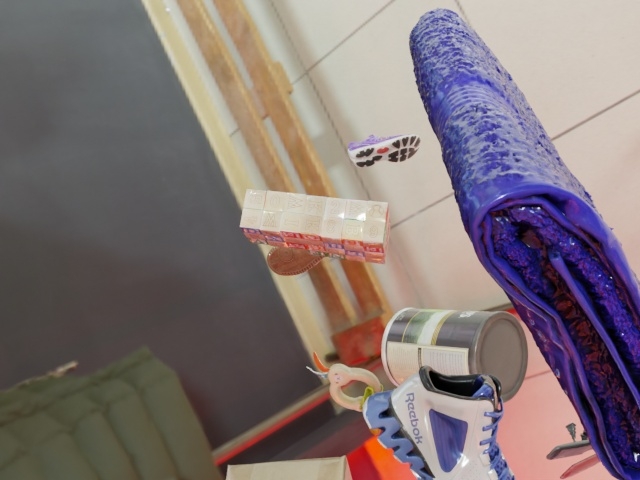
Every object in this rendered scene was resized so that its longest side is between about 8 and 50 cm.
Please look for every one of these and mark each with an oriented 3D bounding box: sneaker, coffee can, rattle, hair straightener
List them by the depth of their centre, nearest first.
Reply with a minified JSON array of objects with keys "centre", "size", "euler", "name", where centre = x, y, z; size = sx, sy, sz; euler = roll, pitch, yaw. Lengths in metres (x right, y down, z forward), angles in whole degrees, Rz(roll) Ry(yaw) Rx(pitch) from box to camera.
[{"centre":[0.228,0.306,1.178],"size":[0.315,0.127,0.182],"euler":[45,112,8],"name":"sneaker"},{"centre":[0.488,0.355,1.417],"size":[0.089,0.230,0.047],"euler":[56,141,32],"name":"hair straightener"},{"centre":[0.142,-0.216,1.762],"size":[0.071,0.170,0.068],"euler":[-113,19,-44],"name":"sneaker"},{"centre":[0.308,0.260,1.825],"size":[0.275,0.201,0.201],"euler":[-3,102,47],"name":"coffee can"},{"centre":[0.051,0.368,1.882],"size":[0.200,0.142,0.130],"euler":[38,136,-21],"name":"rattle"},{"centre":[0.000,0.000,2.054],"size":[0.282,0.153,0.099],"euler":[-27,94,29],"name":"sneaker"}]

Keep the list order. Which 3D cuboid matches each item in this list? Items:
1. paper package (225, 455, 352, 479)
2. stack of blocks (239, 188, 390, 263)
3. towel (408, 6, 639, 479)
[{"centre":[-0.029,0.493,1.003],"size":[0.168,0.325,0.309],"euler":[-7,124,8],"name":"paper package"},{"centre":[-0.005,-0.028,1.672],"size":[0.297,0.171,0.087],"euler":[7,75,8],"name":"stack of blocks"},{"centre":[0.147,-0.023,0.524],"size":[0.076,0.308,0.227],"euler":[-27,119,15],"name":"towel"}]
